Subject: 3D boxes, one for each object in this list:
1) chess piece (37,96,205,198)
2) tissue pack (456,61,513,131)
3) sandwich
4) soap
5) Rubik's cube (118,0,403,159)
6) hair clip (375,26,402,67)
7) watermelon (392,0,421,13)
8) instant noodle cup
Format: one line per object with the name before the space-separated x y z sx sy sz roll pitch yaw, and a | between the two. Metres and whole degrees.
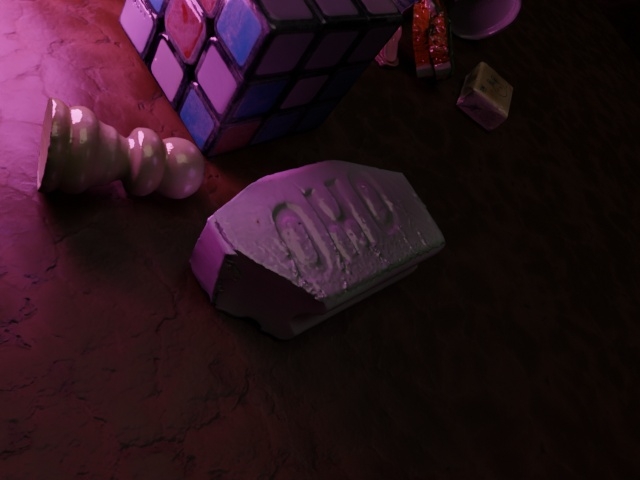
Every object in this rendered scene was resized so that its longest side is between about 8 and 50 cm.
chess piece | -0.316 -0.130 0.809 0.251 0.144 0.144 8 58 -36
tissue pack | 0.525 -0.457 1.552 0.148 0.092 0.196 35 50 -10
sandwich | 0.331 -0.599 1.461 0.212 0.109 0.292 32 53 -60
soap | 0.000 0.000 0.902 0.446 0.156 0.261 -21 75 -38
Rubik's cube | -0.117 -0.423 0.955 0.362 0.363 0.359 -23 80 -43
hair clip | 0.183 -0.576 1.454 0.123 0.102 0.138 1 94 -30
watermelon | 0.262 -0.827 1.517 0.292 0.250 0.283 -14 76 -33
instant noodle cup | 0.548 -0.883 1.705 0.339 0.340 0.266 11 68 -26
